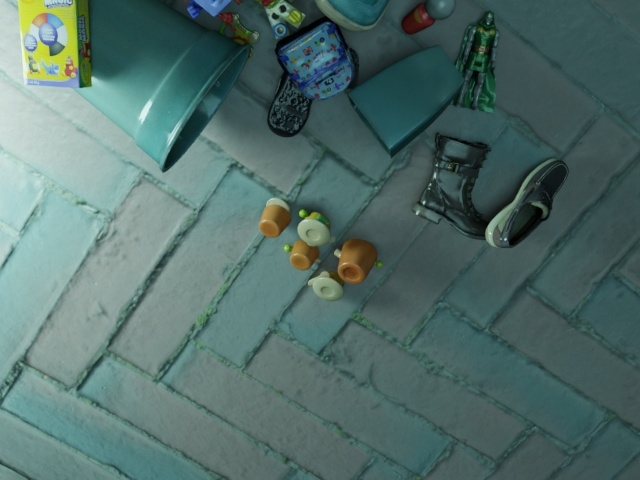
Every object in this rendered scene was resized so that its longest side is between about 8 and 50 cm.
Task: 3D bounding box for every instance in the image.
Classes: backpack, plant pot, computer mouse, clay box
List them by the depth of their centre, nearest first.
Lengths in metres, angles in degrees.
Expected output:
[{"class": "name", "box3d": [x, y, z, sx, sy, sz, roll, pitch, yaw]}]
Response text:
[{"class": "clay box", "box3d": [-0.522, -0.416, 1.390, 0.128, 0.053, 0.221, 6, 108, 12]}, {"class": "plant pot", "box3d": [-0.386, -0.381, 1.552, 0.334, 0.341, 0.341, 34, 105, -6]}, {"class": "backpack", "box3d": [-0.001, -0.395, 1.604, 0.158, 0.117, 0.173, -26, 118, 7]}, {"class": "plant pot", "box3d": [0.208, -0.336, 1.655, 0.234, 0.165, 0.165, -37, 87, 5]}, {"class": "computer mouse", "box3d": [-0.016, -0.366, 1.709, 0.184, 0.060, 0.262, 15, 106, -16]}]

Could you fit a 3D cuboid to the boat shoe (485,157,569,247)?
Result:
[{"class": "boat shoe", "box3d": [0.538, -0.087, 1.785, 0.285, 0.092, 0.103, -46, 118, -7]}]

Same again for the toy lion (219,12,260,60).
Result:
[{"class": "toy lion", "box3d": [-0.198, -0.470, 1.671, 0.100, 0.034, 0.096, 40, 111, -16]}]

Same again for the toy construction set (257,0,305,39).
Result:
[{"class": "toy construction set", "box3d": [-0.129, -0.626, 1.561, 0.215, 0.151, 0.328, -44, 118, 13]}]

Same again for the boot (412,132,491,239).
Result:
[{"class": "boot", "box3d": [0.376, -0.136, 1.797, 0.263, 0.091, 0.228, 19, 104, -14]}]

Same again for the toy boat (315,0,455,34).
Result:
[{"class": "toy boat", "box3d": [0.143, -0.566, 1.561, 0.318, 0.148, 0.267, 22, 69, -27]}]

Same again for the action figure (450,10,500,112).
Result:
[{"class": "action figure", "box3d": [0.378, -0.431, 1.701, 0.137, 0.063, 0.232, 9, 106, -3]}]

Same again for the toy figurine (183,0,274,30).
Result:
[{"class": "toy figurine", "box3d": [-0.147, -0.518, 1.393, 0.363, 0.217, 0.191, -28, 124, 32]}]

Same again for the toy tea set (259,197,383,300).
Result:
[{"class": "toy tea set", "box3d": [0.000, 0.000, 1.835, 0.200, 0.124, 0.336, -26, 117, 38]}]
